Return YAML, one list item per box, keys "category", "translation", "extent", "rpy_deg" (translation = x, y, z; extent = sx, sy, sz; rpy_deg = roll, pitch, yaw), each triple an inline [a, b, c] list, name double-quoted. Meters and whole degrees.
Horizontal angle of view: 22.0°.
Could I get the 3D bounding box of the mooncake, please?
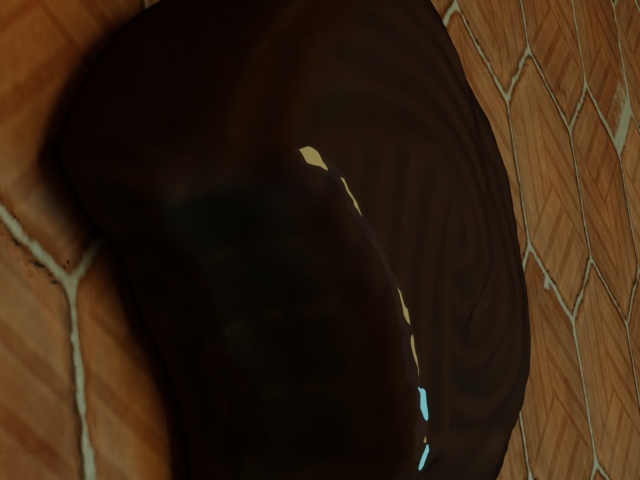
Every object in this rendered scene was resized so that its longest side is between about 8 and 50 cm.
- category: "mooncake"
  translation: [0.000, 0.000, 0.918]
  extent: [0.334, 0.174, 0.326]
  rpy_deg: [20, 64, -66]
